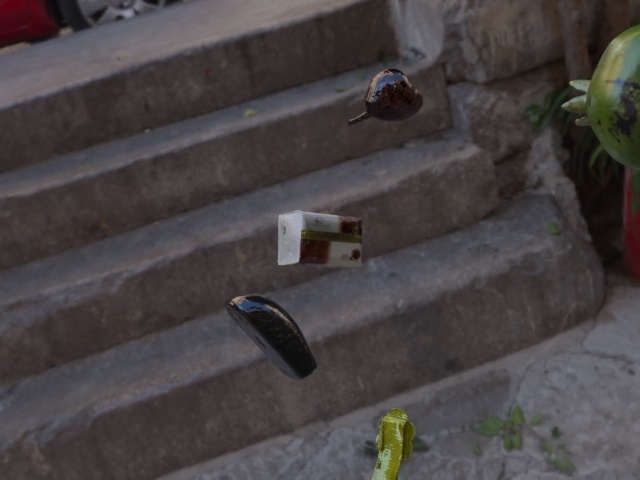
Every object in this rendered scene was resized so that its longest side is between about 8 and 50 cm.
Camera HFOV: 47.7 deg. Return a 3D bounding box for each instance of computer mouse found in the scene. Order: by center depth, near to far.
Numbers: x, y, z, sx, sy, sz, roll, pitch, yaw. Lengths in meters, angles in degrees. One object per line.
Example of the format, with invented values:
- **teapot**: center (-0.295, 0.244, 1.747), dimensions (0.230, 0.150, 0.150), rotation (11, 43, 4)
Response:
- **computer mouse**: center (-0.111, 0.219, 1.761), dimensions (0.100, 0.269, 0.170), rotation (-44, 11, -16)

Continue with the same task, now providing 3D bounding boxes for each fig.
- **fig**: center (0.191, -0.407, 2.059), dimensions (0.202, 0.149, 0.148), rotation (-22, 31, -24)

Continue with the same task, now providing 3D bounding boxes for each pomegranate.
- **pomegranate**: center (0.561, -0.243, 1.241), dimensions (0.260, 0.260, 0.341), rotation (-27, 16, -24)

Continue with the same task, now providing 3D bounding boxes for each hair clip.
- **hair clip**: center (0.121, 0.375, 1.238), dimensions (0.072, 0.046, 0.173), rotation (2, 70, 30)

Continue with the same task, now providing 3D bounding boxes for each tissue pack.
- **tissue pack**: center (0.000, 0.000, 1.451), dimensions (0.149, 0.106, 0.099), rotation (4, -7, -33)
